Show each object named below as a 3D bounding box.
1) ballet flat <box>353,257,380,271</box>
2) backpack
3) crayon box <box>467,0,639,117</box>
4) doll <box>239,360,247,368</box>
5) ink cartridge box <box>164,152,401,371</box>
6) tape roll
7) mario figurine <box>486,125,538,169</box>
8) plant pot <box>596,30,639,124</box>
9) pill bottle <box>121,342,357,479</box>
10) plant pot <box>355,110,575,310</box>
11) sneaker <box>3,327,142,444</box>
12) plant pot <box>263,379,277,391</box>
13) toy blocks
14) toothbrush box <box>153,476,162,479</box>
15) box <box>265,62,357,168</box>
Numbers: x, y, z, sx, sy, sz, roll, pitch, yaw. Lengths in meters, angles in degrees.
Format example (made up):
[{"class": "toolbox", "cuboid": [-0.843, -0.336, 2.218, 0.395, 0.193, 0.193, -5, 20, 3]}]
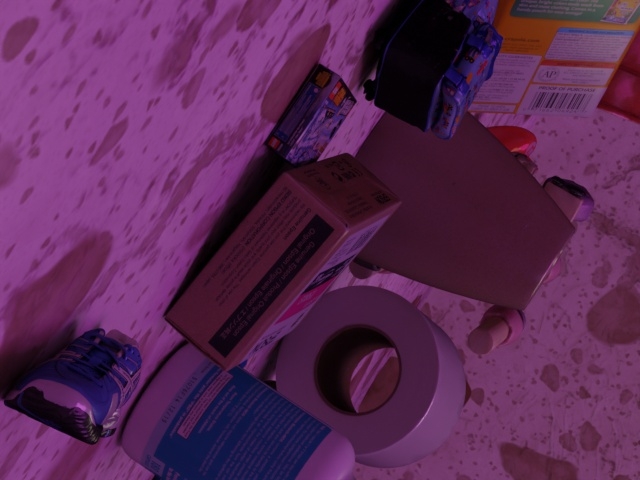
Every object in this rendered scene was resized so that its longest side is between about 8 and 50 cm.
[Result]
[{"class": "ballet flat", "cuboid": [0.110, -0.047, 2.164, 0.213, 0.068, 0.072, -62, 170, 27]}, {"class": "backpack", "cuboid": [0.136, -0.217, 1.595, 0.173, 0.117, 0.158, -57, 172, -19]}, {"class": "crayon box", "cuboid": [0.316, -0.298, 1.978, 0.323, 0.203, 0.083, 112, -25, -52]}, {"class": "doll", "cuboid": [-0.129, 0.182, 1.762, 0.129, 0.046, 0.189, -49, 168, -47]}, {"class": "ink cartridge box", "cuboid": [-0.031, 0.016, 1.504, 0.193, 0.088, 0.234, -51, 173, 17]}, {"class": "tape roll", "cuboid": [0.076, 0.201, 2.169, 0.246, 0.246, 0.169, -57, 157, -2]}, {"class": "mario figurine", "cuboid": [0.285, -0.062, 2.678, 0.320, 0.170, 0.198, -52, -153, 17]}, {"class": "plant pot", "cuboid": [0.421, -0.348, 2.259, 0.265, 0.272, 0.272, -68, 169, 11]}, {"class": "pill bottle", "cuboid": [-0.066, 0.232, 1.571, 0.146, 0.264, 0.146, -55, 170, -15]}, {"class": "plant pot", "cuboid": [0.183, -0.036, 1.944, 0.256, 0.274, 0.256, -56, 171, -13]}, {"class": "sneaker", "cuboid": [-0.186, 0.107, 1.158, 0.081, 0.080, 0.211, -63, -179, -2]}, {"class": "plant pot", "cuboid": [-0.074, 0.250, 2.202, 0.083, 0.083, 0.079, -49, 156, -42]}, {"class": "toy blocks", "cuboid": [0.256, -0.026, 2.326, 0.309, 0.288, 0.260, -63, 163, 21]}, {"class": "toothbrush box", "cuboid": [-0.097, 0.420, 1.944, 0.126, 0.295, 0.216, -56, 171, -9]}, {"class": "box", "cuboid": [-0.007, -0.116, 1.456, 0.094, 0.027, 0.137, -55, 171, 0]}]
